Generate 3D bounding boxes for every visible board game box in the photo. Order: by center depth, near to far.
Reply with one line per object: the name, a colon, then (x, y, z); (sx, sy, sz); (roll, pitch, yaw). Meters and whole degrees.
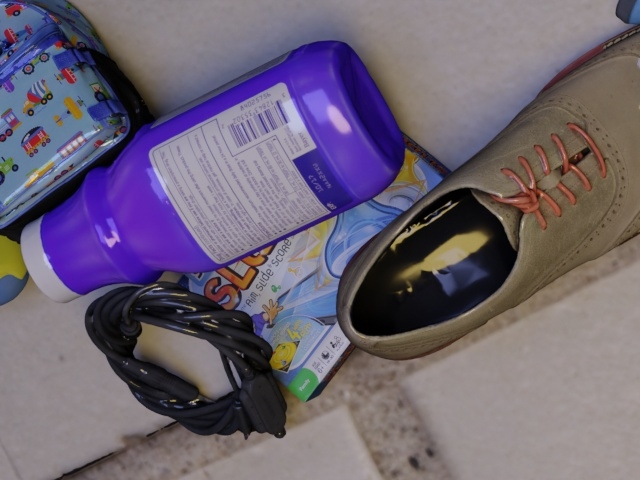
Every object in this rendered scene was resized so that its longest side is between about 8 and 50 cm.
board game box: (0.000, 0.000, 1.415); (0.136, 0.035, 0.201); (39, 107, 12)

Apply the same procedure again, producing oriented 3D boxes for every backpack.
backpack: (-0.227, -0.107, 1.440); (0.158, 0.117, 0.173); (-34, 77, 7)

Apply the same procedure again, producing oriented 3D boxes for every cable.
cable: (-0.102, 0.082, 1.411); (0.151, 0.184, 0.047); (14, 59, 30)

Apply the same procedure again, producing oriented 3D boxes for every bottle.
bottle: (-0.083, -0.038, 1.369); (0.283, 0.092, 0.118); (-26, 105, 21)

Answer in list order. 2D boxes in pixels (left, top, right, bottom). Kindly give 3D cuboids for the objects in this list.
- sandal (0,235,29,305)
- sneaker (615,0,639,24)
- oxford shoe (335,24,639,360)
sandal: (-0.379, 0.027, 1.531); (0.317, 0.126, 0.138); (1, 133, 13)
sneaker: (0.280, -0.217, 1.266); (0.082, 0.069, 0.209); (38, 103, 3)
oxford shoe: (0.158, -0.031, 1.284); (0.348, 0.130, 0.123); (-41, 87, 6)
